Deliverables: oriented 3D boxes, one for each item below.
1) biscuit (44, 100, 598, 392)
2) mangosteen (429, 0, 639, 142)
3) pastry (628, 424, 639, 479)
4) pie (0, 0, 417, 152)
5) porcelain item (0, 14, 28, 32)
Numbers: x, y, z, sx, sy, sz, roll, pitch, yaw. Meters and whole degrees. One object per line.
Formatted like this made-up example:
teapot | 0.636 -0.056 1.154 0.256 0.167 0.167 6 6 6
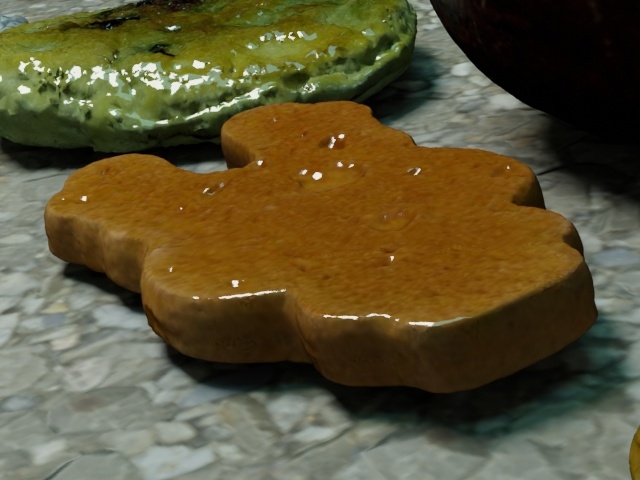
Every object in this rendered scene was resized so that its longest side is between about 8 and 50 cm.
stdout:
biscuit | 0.000 0.000 0.738 0.202 0.047 0.334 -22 25 -25
mangosteen | 0.194 -0.208 0.816 0.330 0.330 0.330 -8 23 3
pastry | 0.151 0.082 0.485 0.109 0.057 0.097 -23 32 -25
pie | -0.086 -0.134 1.052 0.323 0.070 0.323 -8 22 3
porcelain item | -0.252 -0.162 1.229 0.036 0.028 0.083 -25 24 5
